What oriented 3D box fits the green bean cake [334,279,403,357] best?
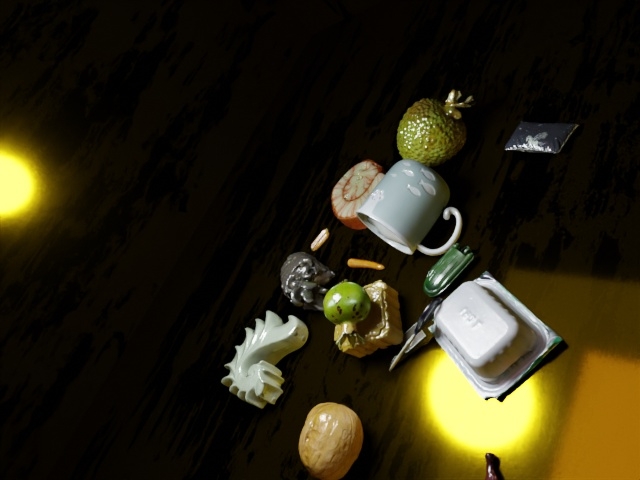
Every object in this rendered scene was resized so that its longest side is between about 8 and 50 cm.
[{"bbox_3d":[0.167,0.273,1.577,0.224,0.131,0.230,-28,44,34],"label":"green bean cake"}]

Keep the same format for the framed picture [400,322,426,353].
[{"bbox_3d":[0.297,0.319,1.492,0.089,0.006,0.066,-45,35,10],"label":"framed picture"}]

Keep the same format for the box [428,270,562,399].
[{"bbox_3d":[0.454,0.244,1.294,0.264,0.106,0.337,-45,35,8],"label":"box"}]

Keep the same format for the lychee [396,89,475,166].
[{"bbox_3d":[0.439,-0.427,1.792,0.270,0.269,0.320,-66,6,-20],"label":"lychee"}]

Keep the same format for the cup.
[{"bbox_3d":[0.347,-0.107,1.647,0.356,0.259,0.275,34,86,25],"label":"cup"}]

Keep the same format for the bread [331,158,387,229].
[{"bbox_3d":[0.181,-0.201,2.006,0.295,0.114,0.328,-43,36,14],"label":"bread"}]

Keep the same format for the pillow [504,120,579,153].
[{"bbox_3d":[0.743,-0.351,1.552,0.141,0.055,0.208,-50,34,-13],"label":"pillow"}]

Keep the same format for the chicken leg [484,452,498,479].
[{"bbox_3d":[0.391,0.615,1.082,0.205,0.053,0.093,-56,20,-14],"label":"chicken leg"}]

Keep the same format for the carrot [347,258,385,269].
[{"bbox_3d":[0.180,0.094,1.806,0.190,0.037,0.037,3,61,49],"label":"carrot"}]

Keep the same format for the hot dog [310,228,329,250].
[{"bbox_3d":[0.000,0.000,2.104,0.122,0.037,0.049,-50,45,12],"label":"hot dog"}]

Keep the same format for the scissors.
[{"bbox_3d":[0.291,0.298,1.431,0.022,0.109,0.300,40,113,25],"label":"scissors"}]

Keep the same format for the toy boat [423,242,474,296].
[{"bbox_3d":[0.419,0.099,1.515,0.210,0.052,0.104,-50,37,4],"label":"toy boat"}]

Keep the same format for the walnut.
[{"bbox_3d":[0.029,0.607,1.384,0.195,0.195,0.222,13,71,53],"label":"walnut"}]

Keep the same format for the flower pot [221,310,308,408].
[{"bbox_3d":[-0.220,0.460,1.822,0.254,0.164,0.368,10,67,46],"label":"flower pot"}]

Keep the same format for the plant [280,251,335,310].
[{"bbox_3d":[-0.053,0.166,1.870,0.188,0.198,0.276,-51,27,7],"label":"plant"}]

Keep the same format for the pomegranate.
[{"bbox_3d":[0.090,0.238,1.482,0.156,0.156,0.221,-11,86,44],"label":"pomegranate"}]
